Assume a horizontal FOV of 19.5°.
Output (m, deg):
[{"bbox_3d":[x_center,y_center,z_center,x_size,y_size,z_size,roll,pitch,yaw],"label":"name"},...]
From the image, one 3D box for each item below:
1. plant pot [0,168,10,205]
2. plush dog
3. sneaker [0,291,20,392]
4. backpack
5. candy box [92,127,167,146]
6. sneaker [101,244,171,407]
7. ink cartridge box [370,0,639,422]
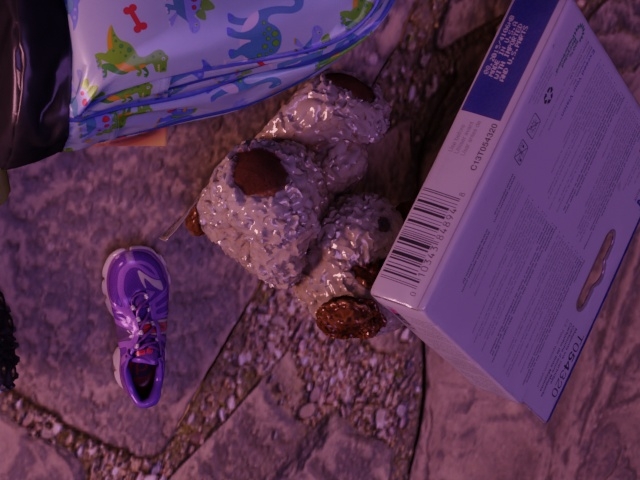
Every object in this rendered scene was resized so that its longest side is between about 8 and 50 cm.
[{"bbox_3d":[-0.321,-0.068,1.713,0.083,0.083,0.079,-21,128,-6],"label":"plant pot"},{"bbox_3d":[0.000,0.000,1.752,0.225,0.262,0.210,43,129,0],"label":"plush dog"},{"bbox_3d":[-0.365,0.055,1.754,0.086,0.085,0.237,-19,123,22],"label":"sneaker"},{"bbox_3d":[-0.107,-0.231,1.566,0.355,0.273,0.290,-6,82,-27],"label":"backpack"},{"bbox_3d":[-0.194,-0.180,1.711,0.109,0.053,0.187,-2,111,-14],"label":"candy box"},{"bbox_3d":[-0.171,0.086,1.819,0.068,0.071,0.170,-10,114,-12],"label":"sneaker"},{"bbox_3d":[0.202,-0.024,1.785,0.324,0.071,0.330,-64,148,-12],"label":"ink cartridge box"}]
